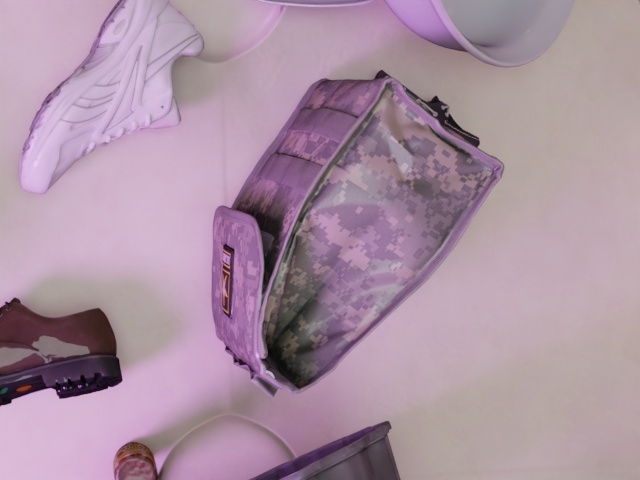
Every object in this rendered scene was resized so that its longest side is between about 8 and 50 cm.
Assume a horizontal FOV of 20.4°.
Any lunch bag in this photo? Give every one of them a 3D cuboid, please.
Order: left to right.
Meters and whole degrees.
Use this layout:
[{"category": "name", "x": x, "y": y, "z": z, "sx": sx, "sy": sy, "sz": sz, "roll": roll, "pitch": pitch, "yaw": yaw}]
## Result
[{"category": "lunch bag", "x": 0.000, "y": 0.000, "z": 1.637, "sx": 0.169, "sy": 0.235, "sz": 0.287, "roll": 36, "pitch": 86, "yaw": -14}]

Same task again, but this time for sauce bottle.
[{"category": "sauce bottle", "x": -0.176, "y": 0.212, "z": 1.672, "sx": 0.042, "sy": 0.128, "sz": 0.042, "roll": 0, "pitch": 93, "yaw": -10}]

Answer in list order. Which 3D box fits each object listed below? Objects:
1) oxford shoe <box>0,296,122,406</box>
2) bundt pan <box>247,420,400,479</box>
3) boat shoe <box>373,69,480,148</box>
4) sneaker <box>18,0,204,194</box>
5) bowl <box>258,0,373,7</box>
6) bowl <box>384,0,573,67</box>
[{"category": "oxford shoe", "x": -0.307, "y": 0.107, "z": 1.684, "sx": 0.227, "sy": 0.083, "sz": 0.096, "roll": -8, "pitch": 74, "yaw": -9}, {"category": "bundt pan", "x": -0.061, "y": 0.284, "z": 1.583, "sx": 0.331, "sy": 0.331, "sz": 0.124, "roll": -25, "pitch": 85, "yaw": -7}, {"category": "boat shoe", "x": 0.104, "y": -0.126, "z": 1.745, "sx": 0.125, "sy": 0.046, "sz": 0.038, "roll": 26, "pitch": 93, "yaw": -1}, {"category": "sneaker", "x": -0.192, "y": -0.127, "z": 1.679, "sx": 0.115, "sy": 0.090, "sz": 0.232, "roll": 37, "pitch": 88, "yaw": -12}, {"category": "bowl", "x": -0.008, "y": -0.294, "z": 1.715, "sx": 0.142, "sy": 0.053, "sz": 0.142, "roll": 0, "pitch": 93, "yaw": -8}, {"category": "bowl", "x": 0.120, "y": -0.307, "z": 1.664, "sx": 0.298, "sy": 0.134, "sz": 0.298, "roll": -3, "pitch": 93, "yaw": -53}]
